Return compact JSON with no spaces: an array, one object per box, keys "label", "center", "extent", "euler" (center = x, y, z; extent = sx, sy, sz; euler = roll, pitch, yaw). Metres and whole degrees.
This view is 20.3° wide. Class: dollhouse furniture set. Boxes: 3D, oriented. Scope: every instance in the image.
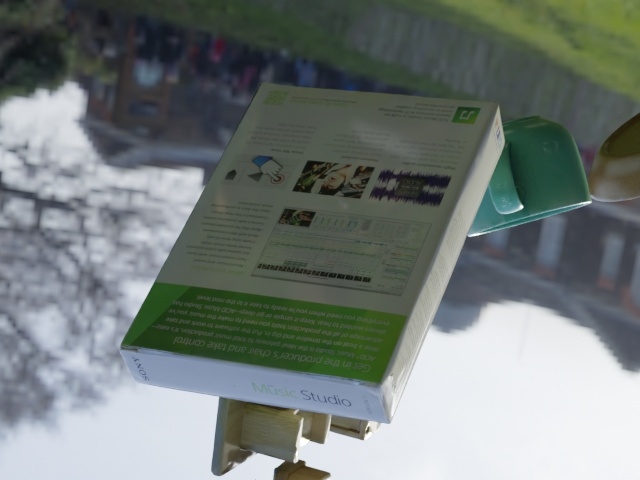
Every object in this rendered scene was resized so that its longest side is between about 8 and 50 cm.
[{"label":"dollhouse furniture set","center":[-0.057,0.144,1.662],"extent":[0.161,0.212,0.242],"euler":[13,-165,22]}]

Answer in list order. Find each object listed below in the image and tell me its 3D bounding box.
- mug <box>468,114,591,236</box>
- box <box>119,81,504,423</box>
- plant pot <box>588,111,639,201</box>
[{"label":"mug","center":[0.197,-0.069,1.753],"extent":[0.129,0.097,0.158],"euler":[-14,176,-16]},{"label":"box","center":[0.000,0.000,1.502],"extent":[0.232,0.058,0.322],"euler":[7,-131,24]},{"label":"plant pot","center":[0.334,-0.105,1.551],"extent":[0.236,0.032,0.236],"euler":[-28,-168,6]}]
